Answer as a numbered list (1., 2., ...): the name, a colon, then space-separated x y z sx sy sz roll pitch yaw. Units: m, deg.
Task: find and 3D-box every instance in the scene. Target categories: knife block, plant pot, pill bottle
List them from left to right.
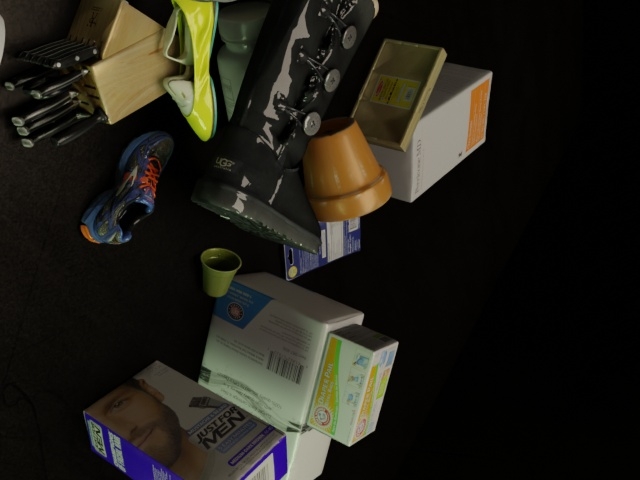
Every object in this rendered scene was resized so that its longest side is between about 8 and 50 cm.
1. knife block: -0.319 -0.226 1.031 0.276 0.088 0.242 19 92 -60
2. plant pot: -0.210 0.071 1.402 0.083 0.083 0.079 -27 141 -49
3. pill bottle: -0.119 -0.308 1.258 0.131 0.131 0.229 -43 141 -37
4. plant pot: 0.042 -0.171 1.559 0.205 0.205 0.188 -40 123 -40

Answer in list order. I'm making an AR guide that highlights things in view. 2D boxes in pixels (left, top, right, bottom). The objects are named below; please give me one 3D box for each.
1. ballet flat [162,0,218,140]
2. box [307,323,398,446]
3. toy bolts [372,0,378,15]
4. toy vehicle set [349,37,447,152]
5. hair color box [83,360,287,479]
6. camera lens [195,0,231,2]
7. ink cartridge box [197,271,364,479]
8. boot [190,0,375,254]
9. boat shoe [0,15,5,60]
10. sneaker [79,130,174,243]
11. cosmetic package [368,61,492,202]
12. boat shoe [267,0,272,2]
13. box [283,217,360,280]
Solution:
1. ballet flat: -0.202 -0.265 1.048 0.077 0.077 0.231 -10 118 -33
2. box: 0.064 0.285 1.365 0.114 0.103 0.203 -7 113 -59
3. toy bolts: -0.004 -0.429 1.343 0.218 0.158 0.228 18 92 -60
4. toy vehicle set: 0.181 -0.358 1.675 0.035 0.166 0.266 33 79 -59
5. hair color box: -0.246 0.366 1.250 0.185 0.339 0.110 -34 133 -45
6. camera lens: -0.199 -0.439 0.910 0.219 0.274 0.219 -36 136 -44
7. ink cartridge box: -0.105 0.300 1.491 0.166 0.285 0.394 -5 112 -57
8. boot: -0.027 -0.221 1.218 0.445 0.146 0.367 -71 158 -7
9. boat shoe: -0.485 -0.163 0.794 0.301 0.108 0.102 -58 150 -6
10. sneaker: -0.302 -0.083 1.143 0.221 0.087 0.083 -63 150 -11
11. cosmetic package: 0.301 -0.312 1.903 0.453 0.161 0.230 -38 137 -41
12. boat shoe: -0.088 -0.479 1.165 0.302 0.098 0.109 -8 81 -41
13. box: 0.000 0.000 1.685 0.225 0.036 0.136 -23 128 -28
